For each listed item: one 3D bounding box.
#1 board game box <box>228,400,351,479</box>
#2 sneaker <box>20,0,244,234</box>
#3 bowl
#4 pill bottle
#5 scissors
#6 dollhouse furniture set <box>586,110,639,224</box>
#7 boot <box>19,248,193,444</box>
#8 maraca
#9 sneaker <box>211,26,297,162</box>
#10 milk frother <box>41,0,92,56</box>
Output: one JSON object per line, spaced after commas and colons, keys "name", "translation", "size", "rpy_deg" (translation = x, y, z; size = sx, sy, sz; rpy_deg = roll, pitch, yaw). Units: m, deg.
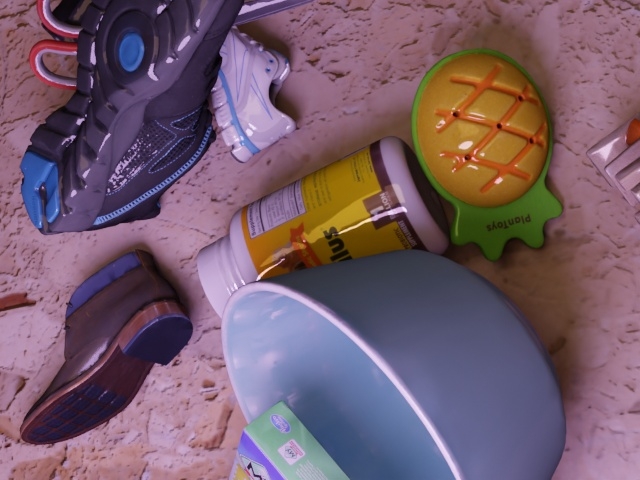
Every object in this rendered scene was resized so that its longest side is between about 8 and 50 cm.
{"name": "board game box", "translation": [0.038, 0.303, 0.987], "size": [0.046, 0.213, 0.317], "rpy_deg": [-33, 69, -27]}
{"name": "sneaker", "translation": [-0.152, -0.142, 1.089], "size": [0.341, 0.139, 0.125], "rpy_deg": [-50, 57, 33]}
{"name": "bowl", "translation": [0.076, 0.132, 0.969], "size": [0.163, 0.311, 0.311], "rpy_deg": [-32, 69, -28]}
{"name": "pill bottle", "translation": [0.000, 0.000, 1.079], "size": [0.215, 0.117, 0.117], "rpy_deg": [-26, 75, 15]}
{"name": "scissors", "translation": [-0.128, -0.193, 1.123], "size": [0.297, 0.021, 0.109], "rpy_deg": [0, 114, -2]}
{"name": "dollhouse furniture set", "translation": [0.350, 0.003, 0.902], "size": [0.135, 0.262, 0.259], "rpy_deg": [-39, 106, 9]}
{"name": "boot", "translation": [-0.221, 0.107, 1.180], "size": [0.219, 0.082, 0.106], "rpy_deg": [-39, 51, 15]}
{"name": "maraca", "translation": [0.148, -0.077, 1.050], "size": [0.127, 0.099, 0.186], "rpy_deg": [-16, 92, -7]}
{"name": "sneaker", "translation": [-0.075, -0.176, 1.162], "size": [0.083, 0.071, 0.191], "rpy_deg": [-22, 85, 9]}
{"name": "milk frother", "translation": [-0.181, -0.222, 1.194], "size": [0.143, 0.129, 0.135], "rpy_deg": [35, 98, -23]}
